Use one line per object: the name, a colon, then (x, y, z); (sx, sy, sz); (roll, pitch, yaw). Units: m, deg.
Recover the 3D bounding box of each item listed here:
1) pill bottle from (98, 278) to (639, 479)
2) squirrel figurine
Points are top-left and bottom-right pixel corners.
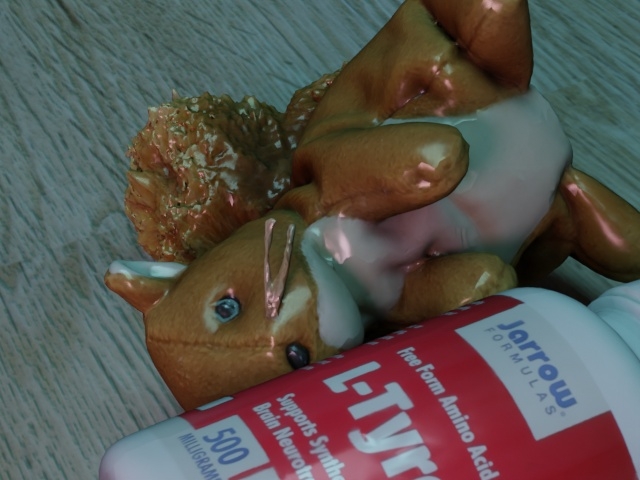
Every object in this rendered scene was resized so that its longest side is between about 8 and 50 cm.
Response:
pill bottle: (0.083, 0.166, 0.959); (0.407, 0.229, 0.229); (-20, 40, -18)
squirrel figurine: (0.000, 0.000, 1.203); (0.370, 0.281, 0.397); (-42, 28, -20)
